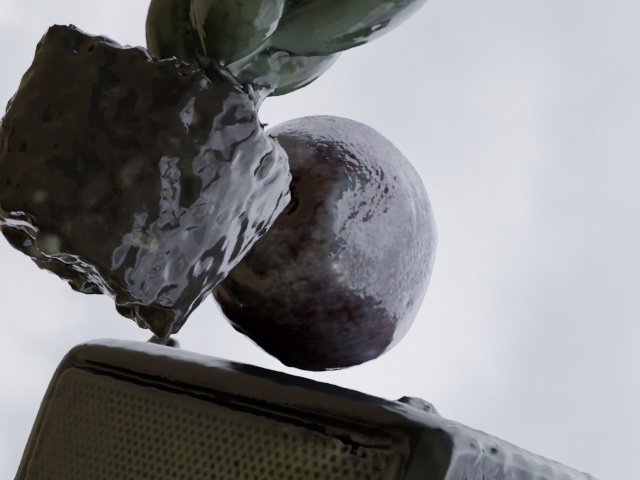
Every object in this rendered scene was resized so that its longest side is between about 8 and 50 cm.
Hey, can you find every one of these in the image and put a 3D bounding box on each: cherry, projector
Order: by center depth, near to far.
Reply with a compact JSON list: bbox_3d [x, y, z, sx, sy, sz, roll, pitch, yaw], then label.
[{"bbox_3d":[-0.001,-0.004,0.977,0.195,0.195,0.195,-21,-114,58],"label":"cherry"},{"bbox_3d":[0.029,0.239,0.992,0.405,0.395,0.242,6,-107,45],"label":"projector"}]

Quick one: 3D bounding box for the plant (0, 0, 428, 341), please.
[{"bbox_3d":[-0.061,-0.089,0.716,0.274,0.146,0.149,-51,167,-9],"label":"plant"}]
